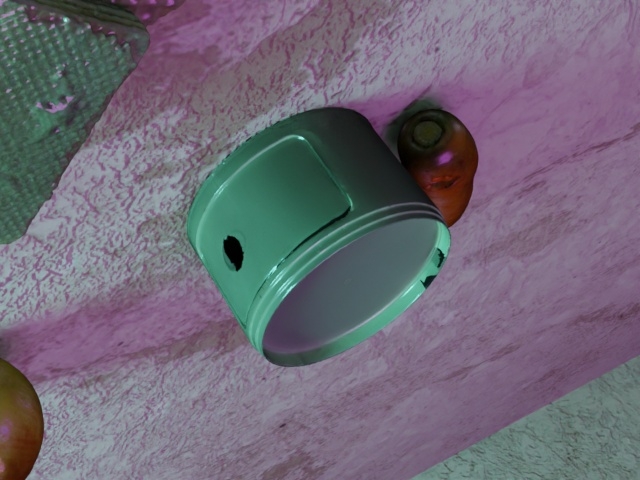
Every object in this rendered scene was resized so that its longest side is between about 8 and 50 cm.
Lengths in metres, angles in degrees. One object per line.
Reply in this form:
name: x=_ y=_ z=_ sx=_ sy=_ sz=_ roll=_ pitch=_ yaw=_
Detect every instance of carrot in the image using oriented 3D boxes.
carrot: x=0.135 y=-0.077 z=1.053 sx=0.087 sy=0.087 sz=0.193 roll=-35 pitch=155 yaw=0

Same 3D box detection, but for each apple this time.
apple: x=-0.327 y=0.181 z=0.880 sx=0.146 sy=0.146 sz=0.146 roll=-27 pitch=152 yaw=-15

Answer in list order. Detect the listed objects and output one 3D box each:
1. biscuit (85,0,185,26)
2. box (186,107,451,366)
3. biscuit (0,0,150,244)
biscuit: x=-0.148 y=-0.170 z=0.609 sx=0.378 sy=0.054 sz=0.094 roll=-35 pitch=153 yaw=0
box: x=0.000 y=0.000 z=0.950 sx=0.226 sy=0.149 sz=0.226 roll=-27 pitch=151 yaw=-16
biscuit: x=-0.204 y=-0.072 z=0.600 sx=0.121 sy=0.041 sz=0.199 roll=2 pitch=135 yaw=-52
